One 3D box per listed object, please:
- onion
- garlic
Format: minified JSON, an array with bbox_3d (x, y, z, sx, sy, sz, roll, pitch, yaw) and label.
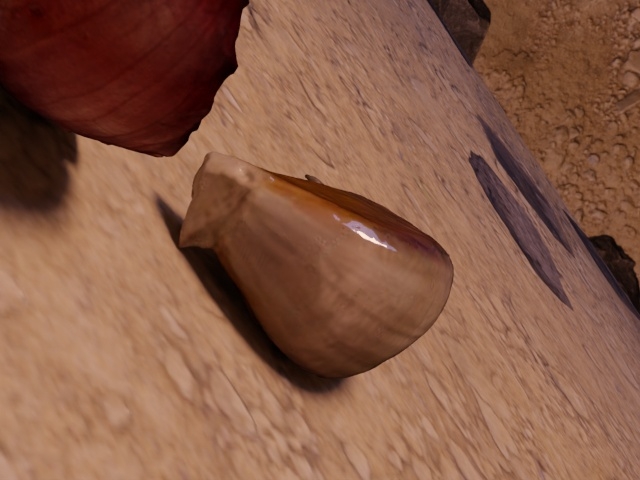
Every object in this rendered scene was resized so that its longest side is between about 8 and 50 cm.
[{"bbox_3d":[-0.111,-0.150,0.511,0.120,0.227,0.283,5,-1,-22],"label":"onion"},{"bbox_3d":[0.009,0.005,0.662,0.128,0.090,0.198,44,17,10],"label":"garlic"}]
